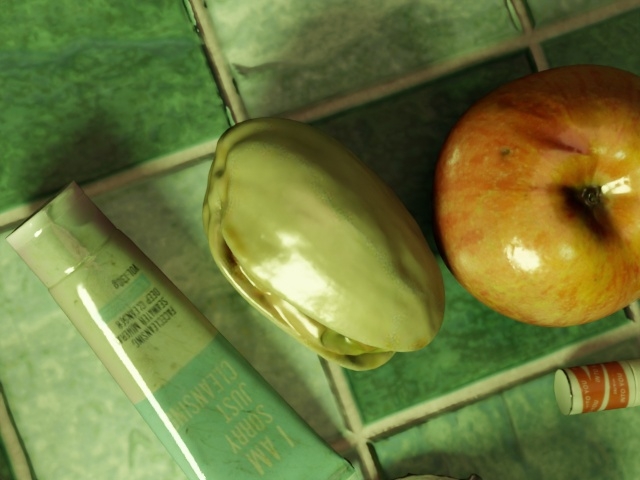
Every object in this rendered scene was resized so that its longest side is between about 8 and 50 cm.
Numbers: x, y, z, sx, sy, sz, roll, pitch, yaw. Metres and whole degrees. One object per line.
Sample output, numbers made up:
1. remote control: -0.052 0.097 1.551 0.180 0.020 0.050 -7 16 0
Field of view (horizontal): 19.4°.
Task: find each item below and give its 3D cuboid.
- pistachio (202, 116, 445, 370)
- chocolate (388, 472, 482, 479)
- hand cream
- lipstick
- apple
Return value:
1. pistachio: 0.000 0.000 1.401 0.215 0.144 0.144 46 76 -10
2. chocolate: 0.088 0.275 1.380 0.221 0.147 0.221 1 86 -9
3. hand cream: -0.110 0.097 1.399 0.111 0.070 0.312 -44 98 -16
4. lipstick: 0.252 0.112 1.489 0.131 0.038 0.038 -6 85 -13
5. apple: 0.190 -0.034 1.429 0.209 0.164 0.209 1 86 -12
